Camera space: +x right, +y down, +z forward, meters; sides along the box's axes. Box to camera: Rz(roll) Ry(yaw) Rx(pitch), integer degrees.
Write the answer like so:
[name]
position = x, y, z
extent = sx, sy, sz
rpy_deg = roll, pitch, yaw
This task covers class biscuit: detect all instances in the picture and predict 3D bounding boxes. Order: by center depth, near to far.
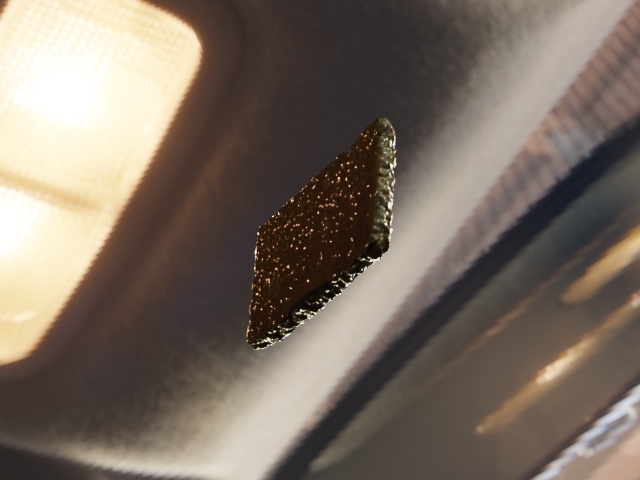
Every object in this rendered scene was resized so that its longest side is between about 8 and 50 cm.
[biscuit]
position = 0.000, 0.000, 1.365
extent = 0.025, 0.131, 0.231
rpy_deg = 18, -31, -22
